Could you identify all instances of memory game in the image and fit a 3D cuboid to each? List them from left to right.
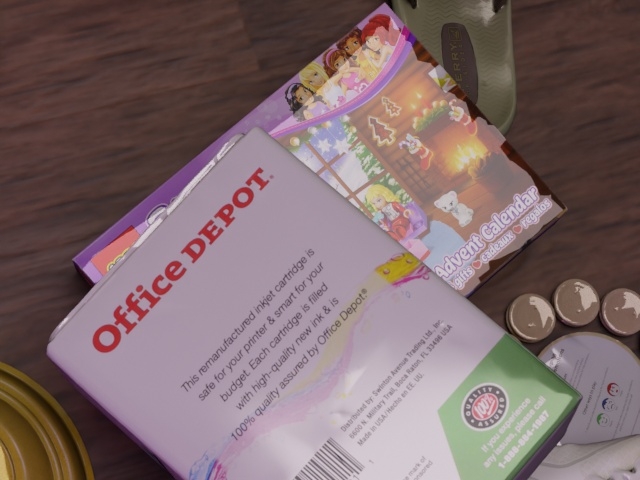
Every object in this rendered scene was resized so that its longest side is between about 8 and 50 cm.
[{"bbox_3d":[0.199,0.118,1.394,0.186,0.012,0.186,3,74,-11],"label":"memory game"}]

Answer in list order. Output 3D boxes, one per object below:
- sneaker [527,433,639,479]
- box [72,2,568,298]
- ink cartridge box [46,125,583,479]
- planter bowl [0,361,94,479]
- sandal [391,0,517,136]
[{"bbox_3d":[0.099,0.173,1.309,0.292,0.110,0.118,-14,65,-11],"label":"sneaker"},{"bbox_3d":[0.000,0.000,1.340,0.293,0.057,0.201,-41,85,-10],"label":"box"},{"bbox_3d":[-0.005,0.096,1.214,0.278,0.117,0.201,40,79,13],"label":"ink cartridge box"},{"bbox_3d":[-0.253,0.168,1.243,0.217,0.090,0.217,3,74,-11],"label":"planter bowl"},{"bbox_3d":[0.097,-0.217,1.433,0.120,0.086,0.303,-10,76,-15],"label":"sandal"}]
